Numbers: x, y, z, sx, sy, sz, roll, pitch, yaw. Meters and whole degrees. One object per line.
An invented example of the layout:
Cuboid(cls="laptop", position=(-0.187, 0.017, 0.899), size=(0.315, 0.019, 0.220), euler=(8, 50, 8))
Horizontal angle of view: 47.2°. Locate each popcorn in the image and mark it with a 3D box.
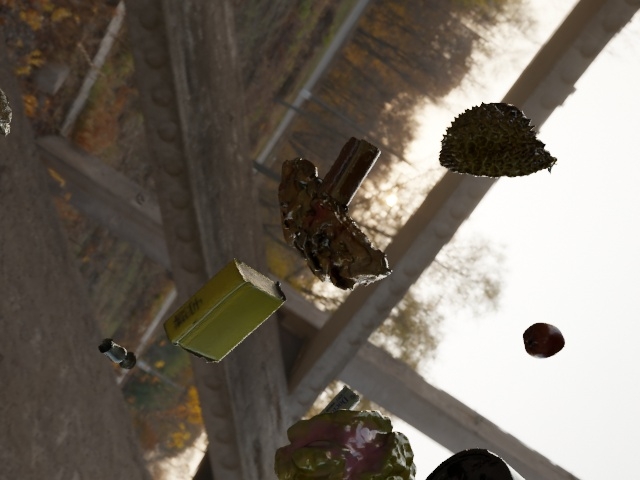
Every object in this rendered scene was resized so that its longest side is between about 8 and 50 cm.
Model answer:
Cuboid(cls="popcorn", position=(0.026, 0.227, 0.709), size=(0.145, 0.126, 0.126), euler=(-7, 98, -65))

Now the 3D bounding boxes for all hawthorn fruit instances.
Cuboid(cls="hawthorn fruit", position=(0.489, 0.216, 1.586), size=(0.081, 0.093, 0.081), euler=(12, -76, 63))

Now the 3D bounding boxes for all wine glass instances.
Cuboid(cls="wine glass", position=(-0.393, 0.219, 1.419), size=(0.039, 0.042, 0.083), euler=(-34, 145, -3))

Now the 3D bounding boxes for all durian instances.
Cuboid(cls="durian", position=(0.358, -0.198, 1.435), size=(0.193, 0.238, 0.137), euler=(-127, -138, -71))

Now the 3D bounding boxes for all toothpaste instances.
Cuboid(cls="toothpaste", position=(0.015, 0.388, 1.585), size=(0.164, 0.046, 0.034), euler=(-44, 155, -20))

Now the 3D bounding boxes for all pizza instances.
Cuboid(cls="pizza", position=(0.000, 0.000, 0.939), size=(0.069, 0.226, 0.147), euler=(-16, 145, -26))

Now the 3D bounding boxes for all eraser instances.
Cuboid(cls="eraser", position=(-0.203, 0.153, 1.551), size=(0.226, 0.158, 0.069), euler=(-43, -130, 11))

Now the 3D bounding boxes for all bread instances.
Cuboid(cls="bread", position=(0.036, -0.084, 0.892), size=(0.083, 0.047, 0.036), euler=(-59, -145, 2))

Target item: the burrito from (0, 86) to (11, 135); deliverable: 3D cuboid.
Cuboid(cls="burrito", position=(-0.644, -0.300, 1.372), size=(0.060, 0.226, 0.087), euler=(-33, -176, -18))

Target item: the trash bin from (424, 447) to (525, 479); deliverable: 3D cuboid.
Cuboid(cls="trash bin", position=(0.303, 0.508, 1.203), size=(0.217, 0.262, 0.277), euler=(-41, -159, 18))
